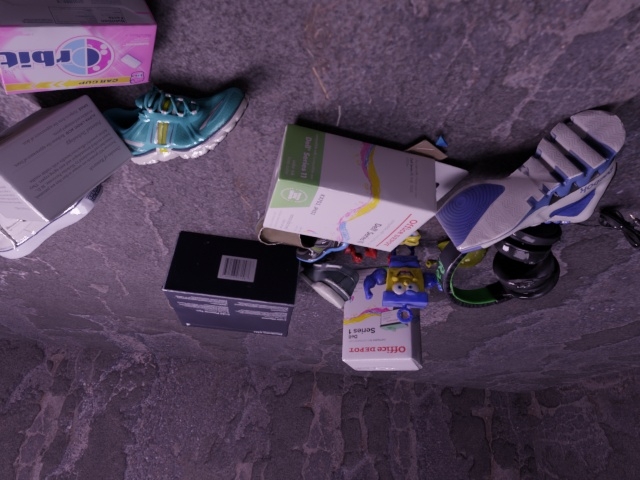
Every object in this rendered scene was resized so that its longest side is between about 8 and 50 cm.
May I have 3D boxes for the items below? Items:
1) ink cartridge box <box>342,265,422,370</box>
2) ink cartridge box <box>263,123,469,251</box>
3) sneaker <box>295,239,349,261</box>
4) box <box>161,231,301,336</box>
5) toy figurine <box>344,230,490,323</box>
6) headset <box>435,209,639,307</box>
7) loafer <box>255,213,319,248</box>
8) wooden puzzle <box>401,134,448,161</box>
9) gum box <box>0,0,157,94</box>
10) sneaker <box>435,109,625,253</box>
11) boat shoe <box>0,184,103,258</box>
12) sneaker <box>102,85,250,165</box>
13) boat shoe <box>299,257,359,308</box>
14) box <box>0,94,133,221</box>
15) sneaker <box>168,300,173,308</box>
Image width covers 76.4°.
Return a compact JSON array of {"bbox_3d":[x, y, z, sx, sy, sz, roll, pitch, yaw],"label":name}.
[{"bbox_3d":[0.178,0.224,1.180,0.202,0.277,0.117,-9,149,23],"label":"ink cartridge box"},{"bbox_3d":[0.083,-0.080,0.788,0.354,0.119,0.207,11,157,-11],"label":"ink cartridge box"},{"bbox_3d":[0.000,0.000,1.037,0.078,0.067,0.188,44,139,-19],"label":"sneaker"},{"bbox_3d":[-0.246,0.143,1.203,0.344,0.178,0.312,8,150,-5],"label":"box"},{"bbox_3d":[0.238,0.112,1.029,0.364,0.217,0.191,3,151,6],"label":"toy figurine"},{"bbox_3d":[0.448,0.036,0.855,0.395,0.185,0.243,-24,131,3],"label":"headset"},{"bbox_3d":[-0.054,-0.028,0.951,0.252,0.087,0.094,-15,146,32],"label":"loafer"},{"bbox_3d":[0.186,-0.158,0.751,0.117,0.014,0.079,-16,150,42],"label":"wooden puzzle"},{"bbox_3d":[-0.307,-0.254,0.517,0.189,0.062,0.107,-21,169,-34],"label":"gum box"},{"bbox_3d":[0.388,-0.065,0.727,0.316,0.127,0.182,-36,138,25],"label":"sneaker"},{"bbox_3d":[-0.671,-0.074,0.913,0.368,0.135,0.156,-20,138,27],"label":"boat shoe"},{"bbox_3d":[-0.244,-0.196,0.666,0.276,0.106,0.110,-8,140,23],"label":"sneaker"},{"bbox_3d":[0.025,0.105,1.113,0.116,0.099,0.319,42,173,-10],"label":"boat shoe"},{"bbox_3d":[-0.450,-0.131,0.665,0.181,0.181,0.119,5,136,36],"label":"box"},{"bbox_3d":[-0.419,0.203,1.468,0.222,0.083,0.118,-6,169,6],"label":"sneaker"}]
